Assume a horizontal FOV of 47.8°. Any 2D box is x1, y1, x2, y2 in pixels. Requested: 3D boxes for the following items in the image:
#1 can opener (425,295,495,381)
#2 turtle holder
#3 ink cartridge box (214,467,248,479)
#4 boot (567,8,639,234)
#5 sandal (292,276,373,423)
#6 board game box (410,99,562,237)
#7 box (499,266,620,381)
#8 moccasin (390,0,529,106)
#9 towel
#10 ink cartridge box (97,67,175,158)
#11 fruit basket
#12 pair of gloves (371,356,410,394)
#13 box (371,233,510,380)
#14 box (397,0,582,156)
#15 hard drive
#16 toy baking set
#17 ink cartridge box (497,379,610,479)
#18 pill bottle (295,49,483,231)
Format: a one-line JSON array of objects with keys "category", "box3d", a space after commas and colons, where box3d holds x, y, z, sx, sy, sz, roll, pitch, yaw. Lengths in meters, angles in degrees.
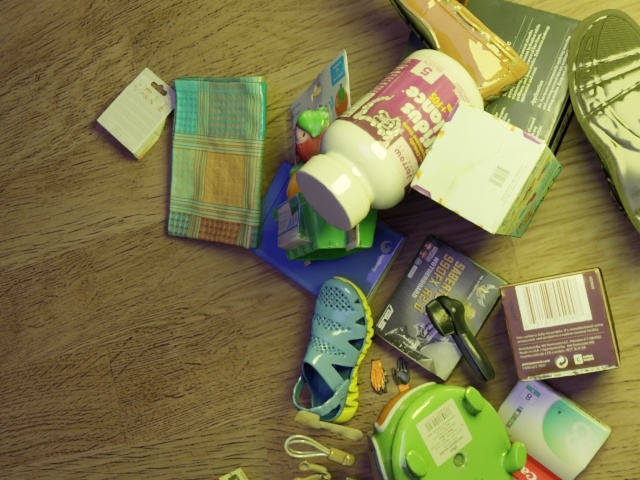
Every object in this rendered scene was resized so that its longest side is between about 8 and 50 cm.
[{"category": "can opener", "box3d": [0.267, 0.185, 1.362, 0.073, 0.059, 0.186, -33, 87, -9]}, {"category": "turtle holder", "box3d": [0.236, 0.406, 1.341, 0.320, 0.227, 0.243, 34, 73, -18]}, {"category": "ink cartridge box", "box3d": [-0.193, 0.557, 1.551, 0.056, 0.135, 0.099, -42, 74, 12]}, {"category": "boot", "box3d": [0.521, -0.172, 1.205, 0.138, 0.284, 0.377, -23, 81, 21]}, {"category": "sandal", "box3d": [0.018, 0.230, 1.445, 0.126, 0.138, 0.317, 10, 101, 37]}, {"category": "board game box", "box3d": [0.266, -0.101, 1.119, 0.142, 0.275, 0.144, 32, 100, 20]}, {"category": "box", "box3d": [0.426, 0.143, 1.275, 0.168, 0.203, 0.167, -14, 83, 22]}, {"category": "moccasin", "box3d": [0.210, -0.409, 1.228, 0.147, 0.139, 0.380, -37, 75, 16]}, {"category": "towel", "box3d": [-0.235, -0.179, 1.602, 0.271, 0.040, 0.370, 8, 97, 35]}, {"category": "ink cartridge box", "box3d": [-0.430, -0.308, 1.742, 0.145, 0.045, 0.179, 41, 85, 19]}, {"category": "fruit basket", "box3d": [-0.009, -0.139, 1.385, 0.165, 0.327, 0.353, -8, 85, -21]}, {"category": "pair of gloves", "box3d": [0.144, 0.280, 1.490, 0.083, 0.010, 0.074, -8, 85, 21]}, {"category": "box", "box3d": [0.236, 0.131, 1.433, 0.183, 0.056, 0.231, 34, 101, 20]}, {"category": "box", "box3d": [0.304, -0.262, 1.354, 0.312, 0.179, 0.343, 25, 97, 20]}, {"category": "hard drive", "box3d": [0.000, 0.000, 1.543, 0.319, 0.040, 0.210, 34, 100, 20]}, {"category": "toy baking set", "box3d": [0.031, 0.444, 1.444, 0.197, 0.030, 0.256, -6, 117, 0]}, {"category": "ink cartridge box", "box3d": [0.402, 0.387, 1.359, 0.181, 0.056, 0.224, 35, 100, 20]}, {"category": "pill bottle", "box3d": [0.108, -0.157, 1.164, 0.169, 0.169, 0.301, 41, 72, 19]}]
